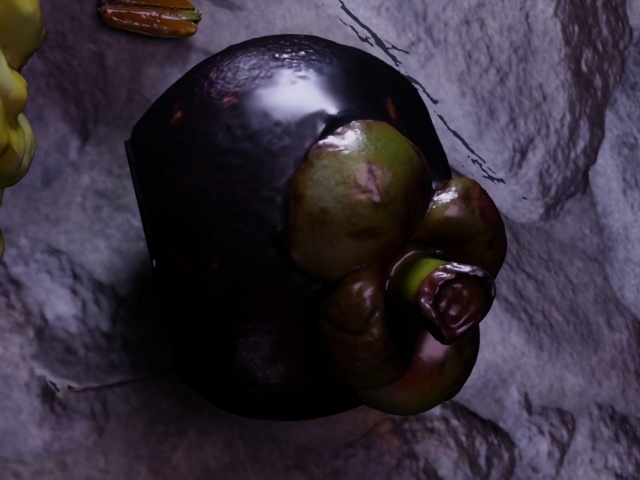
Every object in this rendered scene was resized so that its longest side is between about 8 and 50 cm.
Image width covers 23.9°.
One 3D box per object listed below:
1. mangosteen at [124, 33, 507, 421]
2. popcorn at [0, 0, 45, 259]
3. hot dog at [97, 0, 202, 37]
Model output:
[{"bbox_3d":[-0.005,0.000,1.011,0.233,0.287,0.288,-7,78,-12],"label":"mangosteen"},{"bbox_3d":[-0.292,-0.091,0.864,0.312,0.312,0.312,10,70,-30],"label":"popcorn"},{"bbox_3d":[-0.129,-0.170,1.143,0.083,0.021,0.037,7,61,-30],"label":"hot dog"}]
